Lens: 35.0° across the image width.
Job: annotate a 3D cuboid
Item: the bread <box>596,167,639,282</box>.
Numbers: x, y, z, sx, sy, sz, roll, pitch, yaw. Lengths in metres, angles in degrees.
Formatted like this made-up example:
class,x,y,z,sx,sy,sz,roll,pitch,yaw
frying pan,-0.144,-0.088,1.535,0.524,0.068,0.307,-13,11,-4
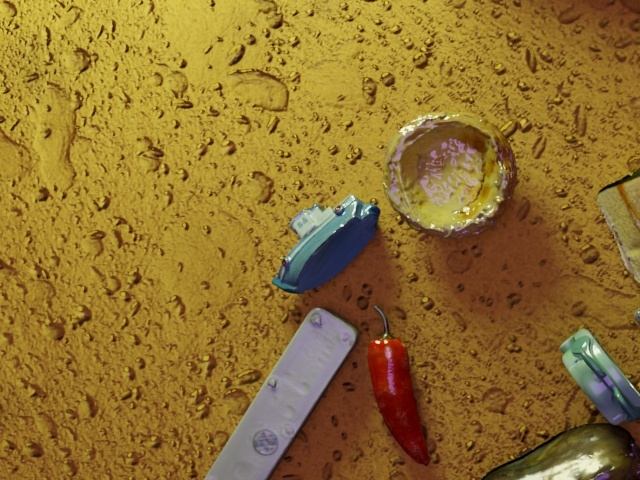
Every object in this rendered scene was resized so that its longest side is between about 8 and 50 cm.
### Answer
class,x,y,z,sx,sy,sz,roll,pitch,yaw
bread,0.582,-0.055,1.529,0.264,0.163,0.168,-19,83,-19

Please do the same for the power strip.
class,x,y,z,sx,sy,sz,roll,pitch,yaw
power strip,-0.069,0.288,1.669,0.091,0.062,0.385,33,96,11

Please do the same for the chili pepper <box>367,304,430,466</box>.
class,x,y,z,sx,sy,sz,roll,pitch,yaw
chili pepper,0.119,0.235,1.627,0.071,0.063,0.272,-14,89,26

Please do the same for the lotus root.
class,x,y,z,sx,sy,sz,roll,pitch,yaw
lotus root,0.358,0.382,1.520,0.274,0.160,0.152,-24,114,13

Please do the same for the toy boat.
class,x,y,z,sx,sy,sz,roll,pitch,yaw
toy boat,0.000,0.000,1.656,0.215,0.088,0.102,-46,46,10

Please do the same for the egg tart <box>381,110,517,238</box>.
class,x,y,z,sx,sy,sz,roll,pitch,yaw
egg tart,0.205,-0.102,1.594,0.212,0.090,0.213,-1,87,14

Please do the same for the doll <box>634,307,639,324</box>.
class,x,y,z,sx,sy,sz,roll,pitch,yaw
doll,0.576,0.191,1.497,0.155,0.113,0.275,-44,73,0

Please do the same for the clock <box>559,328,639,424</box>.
class,x,y,z,sx,sy,sz,roll,pitch,yaw
clock,0.413,0.203,1.490,0.060,0.188,0.148,-38,79,10
